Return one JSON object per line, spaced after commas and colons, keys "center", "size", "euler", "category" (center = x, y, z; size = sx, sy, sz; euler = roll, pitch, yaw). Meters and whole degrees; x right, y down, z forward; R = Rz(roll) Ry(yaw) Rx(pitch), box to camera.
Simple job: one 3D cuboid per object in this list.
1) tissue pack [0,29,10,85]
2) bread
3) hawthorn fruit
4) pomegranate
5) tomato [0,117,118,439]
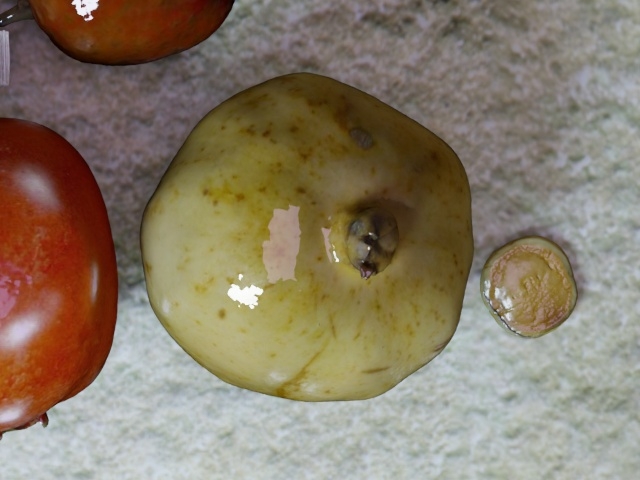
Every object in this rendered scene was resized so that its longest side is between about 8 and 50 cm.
{"center": [-0.341, -0.177, 1.809], "size": [0.023, 0.108, 0.056], "euler": [-3, 94, -39], "category": "tissue pack"}
{"center": [0.222, 0.049, 1.946], "size": [0.110, 0.024, 0.110], "euler": [0, 91, -10], "category": "bread"}
{"center": [-0.203, -0.263, 1.781], "size": [0.250, 0.215, 0.215], "euler": [-30, 96, -7], "category": "hawthorn fruit"}
{"center": [0.000, 0.000, 1.753], "size": [0.342, 0.342, 0.342], "euler": [0, 91, -10], "category": "pomegranate"}
{"center": [-0.331, 0.042, 1.701], "size": [0.293, 0.325, 0.290], "euler": [-16, 95, -6], "category": "tomato"}
